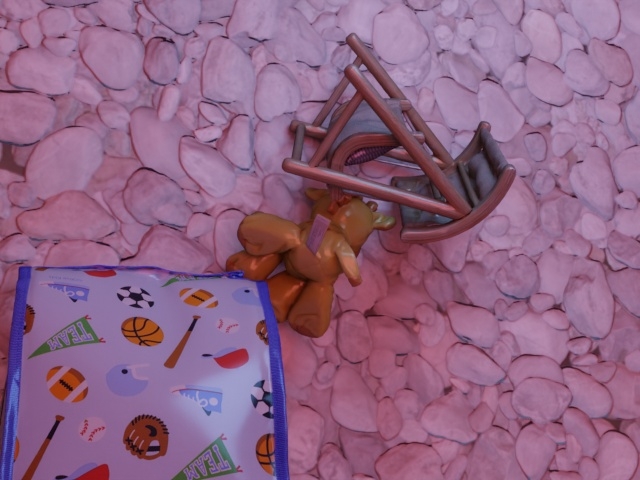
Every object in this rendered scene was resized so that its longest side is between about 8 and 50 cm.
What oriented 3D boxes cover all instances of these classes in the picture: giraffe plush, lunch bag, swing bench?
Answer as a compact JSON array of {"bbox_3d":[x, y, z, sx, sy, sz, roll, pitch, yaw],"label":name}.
[{"bbox_3d":[0.000,0.000,1.455,0.181,0.210,0.170,45,41,1],"label":"giraffe plush"},{"bbox_3d":[-0.211,0.208,1.289,0.328,0.239,0.385,3,58,-14],"label":"lunch bag"},{"bbox_3d":[0.101,-0.122,1.431,0.255,0.253,0.165,32,106,-9],"label":"swing bench"}]
